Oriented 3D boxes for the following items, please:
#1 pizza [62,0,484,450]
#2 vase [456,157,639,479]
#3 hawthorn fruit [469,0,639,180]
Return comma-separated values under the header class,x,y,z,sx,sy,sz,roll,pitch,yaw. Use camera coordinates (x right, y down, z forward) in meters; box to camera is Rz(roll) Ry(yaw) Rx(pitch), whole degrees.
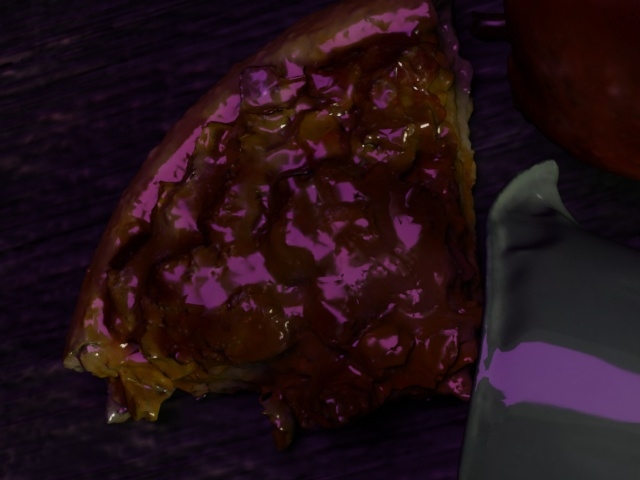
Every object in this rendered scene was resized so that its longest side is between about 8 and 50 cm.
class,x,y,z,sx,sy,sz,roll,pitch,yaw
pizza,0.000,0.000,0.944,0.289,0.081,0.229,-44,64,-2
vase,0.200,0.106,0.809,0.301,0.156,0.251,13,72,16
hawthorn fruit,0.168,-0.115,0.877,0.202,0.185,0.185,-8,69,23
